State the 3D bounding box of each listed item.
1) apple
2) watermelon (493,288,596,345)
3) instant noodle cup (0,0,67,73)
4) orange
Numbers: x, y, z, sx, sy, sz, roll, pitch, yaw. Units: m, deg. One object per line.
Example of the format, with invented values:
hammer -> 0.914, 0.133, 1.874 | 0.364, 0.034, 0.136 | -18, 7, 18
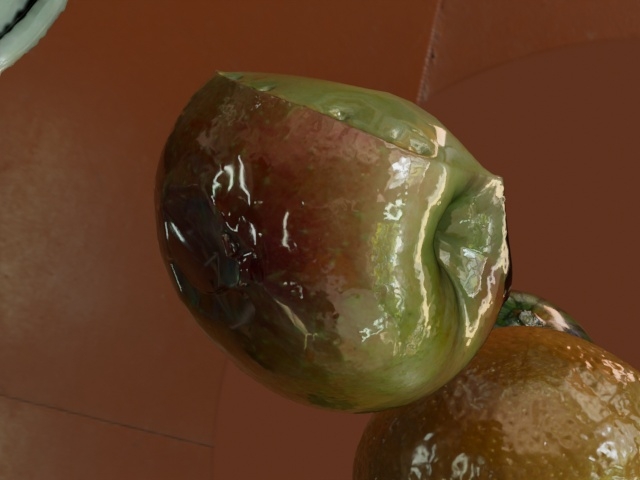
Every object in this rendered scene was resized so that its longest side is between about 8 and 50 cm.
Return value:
apple -> 0.000, 0.000, 0.593 | 0.188, 0.207, 0.174 | 13, 67, 31
watermelon -> 0.263, 0.190, 1.478 | 0.330, 0.189, 0.331 | 1, 52, -1
instant noodle cup -> -0.347, -0.275, 0.793 | 0.266, 0.340, 0.340 | 37, 91, 27
orange -> 0.163, 0.189, 0.839 | 0.264, 0.264, 0.264 | -3, 78, 16
